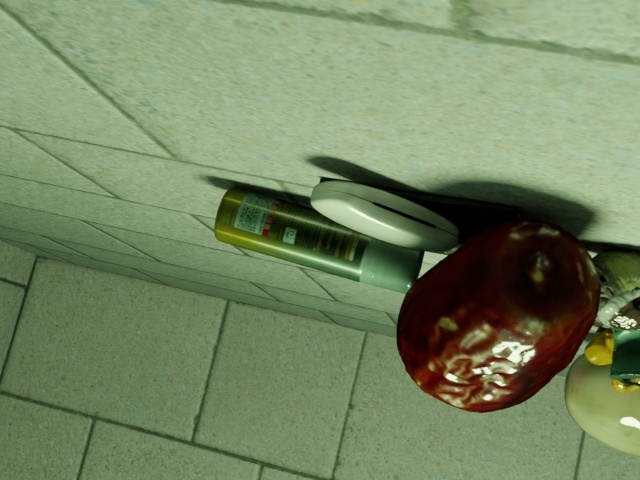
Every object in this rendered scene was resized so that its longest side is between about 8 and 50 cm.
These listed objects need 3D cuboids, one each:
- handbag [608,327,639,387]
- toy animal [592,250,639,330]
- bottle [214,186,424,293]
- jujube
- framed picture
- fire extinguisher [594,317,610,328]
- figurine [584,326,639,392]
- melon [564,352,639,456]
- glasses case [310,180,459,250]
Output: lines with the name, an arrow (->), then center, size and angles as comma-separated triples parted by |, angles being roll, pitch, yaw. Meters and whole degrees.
handbag -> 0.598, 0.173, 1.306 | 0.326, 0.089, 0.238 | -5, 166, 34
toy animal -> 0.350, 0.060, 1.102 | 0.137, 0.098, 0.098 | 7, 169, 37
bottle -> 0.000, 0.000, 1.252 | 0.286, 0.082, 0.082 | 16, 171, 10
jujube -> 0.210, 0.088, 1.079 | 0.223, 0.223, 0.318 | 14, 158, -1
framed picture -> 0.164, -0.014, 1.194 | 0.244, 0.013, 0.324 | 10, 171, 23
fire extinguisher -> 0.460, 0.114, 1.439 | 0.157, 0.045, 0.078 | 15, 143, -2
figurine -> 0.547, 0.215, 1.653 | 0.121, 0.122, 0.176 | 14, 170, -18
melon -> 0.654, 0.323, 1.830 | 0.317, 0.223, 0.223 | 9, 170, 12
glasses case -> 0.077, -0.027, 1.058 | 0.193, 0.049, 0.074 | 18, 169, -29
